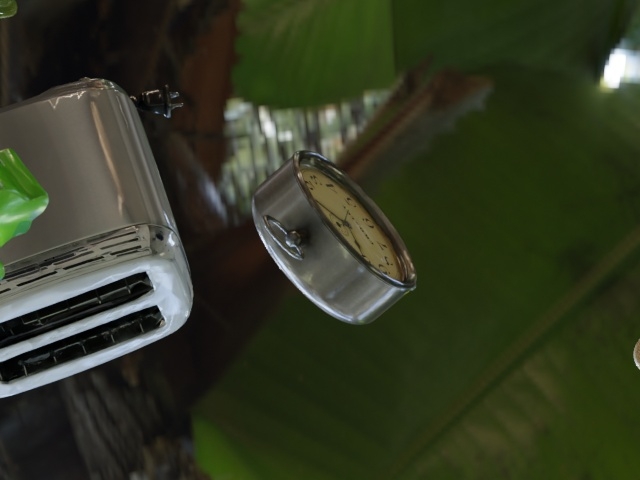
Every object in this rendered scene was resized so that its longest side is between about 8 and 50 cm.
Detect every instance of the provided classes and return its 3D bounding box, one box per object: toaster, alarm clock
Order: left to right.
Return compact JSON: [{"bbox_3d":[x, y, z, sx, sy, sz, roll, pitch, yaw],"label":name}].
[{"bbox_3d":[-0.175,-0.001,1.161,0.227,0.129,0.146,-20,-123,-7],"label":"toaster"},{"bbox_3d":[0.000,0.000,1.310,0.064,0.192,0.129,-40,-104,14],"label":"alarm clock"}]

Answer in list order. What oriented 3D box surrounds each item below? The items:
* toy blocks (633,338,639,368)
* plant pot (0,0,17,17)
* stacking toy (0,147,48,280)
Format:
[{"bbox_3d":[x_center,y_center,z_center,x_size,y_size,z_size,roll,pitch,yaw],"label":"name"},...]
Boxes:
[{"bbox_3d":[0.292,0.107,1.338,0.054,0.148,0.123,20,-125,45],"label":"toy blocks"},{"bbox_3d":[-0.133,-0.135,0.666,0.083,0.079,0.083,26,-165,-8],"label":"plant pot"},{"bbox_3d":[-0.098,-0.105,0.398,0.052,0.221,0.167,-8,-131,-50],"label":"stacking toy"}]
